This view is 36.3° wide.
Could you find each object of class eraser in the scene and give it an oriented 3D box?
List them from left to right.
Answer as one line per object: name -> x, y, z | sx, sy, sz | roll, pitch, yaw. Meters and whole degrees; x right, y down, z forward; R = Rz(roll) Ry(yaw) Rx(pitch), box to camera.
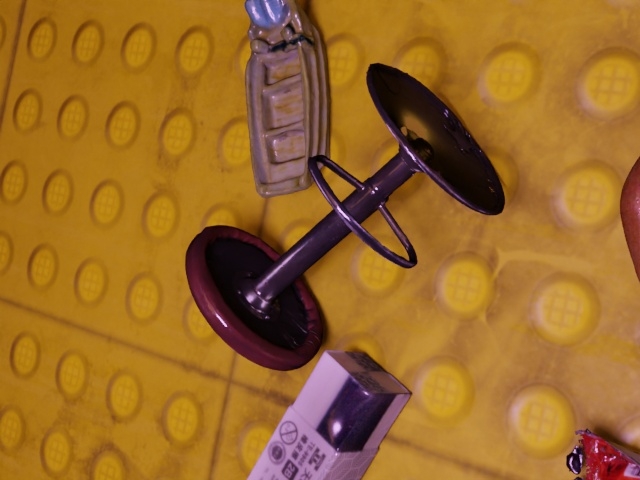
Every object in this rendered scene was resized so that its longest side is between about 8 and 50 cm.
eraser -> -0.039, 0.328, 1.237 | 0.098, 0.096, 0.404 | 40, 107, 35

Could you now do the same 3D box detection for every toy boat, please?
toy boat -> -0.044, -0.196, 1.325 | 0.111, 0.084, 0.276 | -11, 80, 33

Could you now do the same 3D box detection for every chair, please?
chair -> 0.000, 0.000, 1.174 | 0.401, 0.226, 0.227 | -41, 62, 26

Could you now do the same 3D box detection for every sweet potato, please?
sweet potato -> 0.346, -0.046, 1.025 | 0.055, 0.058, 0.202 | 7, 89, 58

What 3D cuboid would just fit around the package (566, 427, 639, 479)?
package -> 0.345, 0.310, 0.971 | 0.194, 0.071, 0.270 | -24, 73, 47
